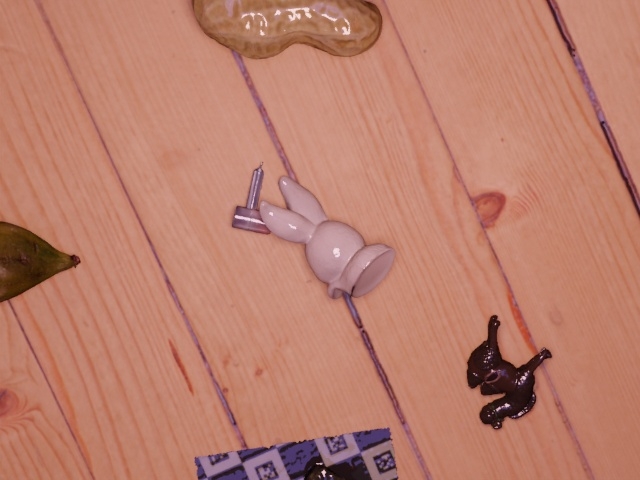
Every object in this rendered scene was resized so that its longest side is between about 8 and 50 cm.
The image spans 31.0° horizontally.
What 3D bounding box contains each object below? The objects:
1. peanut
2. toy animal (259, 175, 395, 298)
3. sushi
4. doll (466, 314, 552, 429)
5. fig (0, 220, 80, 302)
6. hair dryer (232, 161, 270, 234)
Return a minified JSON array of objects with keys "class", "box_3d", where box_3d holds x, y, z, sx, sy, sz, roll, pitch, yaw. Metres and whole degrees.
[{"class":"peanut","box_3d":[-0.052,-0.346,1.792,0.298,0.120,0.136,3,90,-3]},{"class":"toy animal","box_3d":[0.001,0.003,1.840,0.220,0.131,0.104,36,62,19]},{"class":"sushi","box_3d":[-0.021,0.487,1.878,0.339,0.069,0.320,-7,94,-2]},{"class":"doll","box_3d":[0.298,0.223,1.885,0.139,0.057,0.165,29,97,-7]},{"class":"fig","box_3d":[-0.487,0.042,1.815,0.184,0.126,0.133,17,54,-41]},{"class":"hair dryer","box_3d":[-0.101,-0.071,1.855,0.063,0.037,0.114,11,86,-5]}]
